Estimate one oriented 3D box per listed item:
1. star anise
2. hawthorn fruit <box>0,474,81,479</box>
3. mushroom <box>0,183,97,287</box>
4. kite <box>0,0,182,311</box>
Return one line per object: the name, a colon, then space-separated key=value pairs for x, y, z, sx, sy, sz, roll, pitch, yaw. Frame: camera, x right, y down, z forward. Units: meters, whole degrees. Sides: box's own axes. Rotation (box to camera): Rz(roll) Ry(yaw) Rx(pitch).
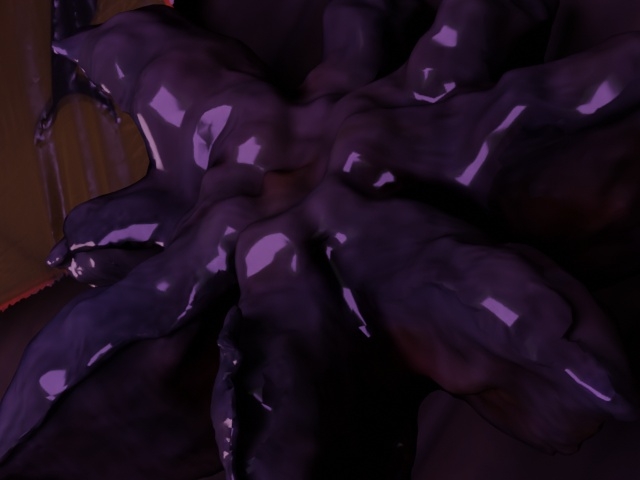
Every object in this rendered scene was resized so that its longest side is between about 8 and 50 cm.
star anise: x=0.000 y=0.000 z=0.535 sx=0.229 sy=0.093 sz=0.236 roll=-38 pitch=45 yaw=-2
hawthorn fruit: x=-0.092 y=0.182 z=0.540 sx=0.230 sy=0.210 sz=0.266 roll=-63 pitch=17 yaw=2
mushroom: x=-0.071 y=0.019 z=0.665 sx=0.286 sy=0.028 sz=0.026 roll=47 pitch=122 yaw=36
kite: x=-0.169 y=-0.074 z=0.741 sx=0.377 sy=0.013 sz=0.327 roll=28 pitch=103 yaw=40
